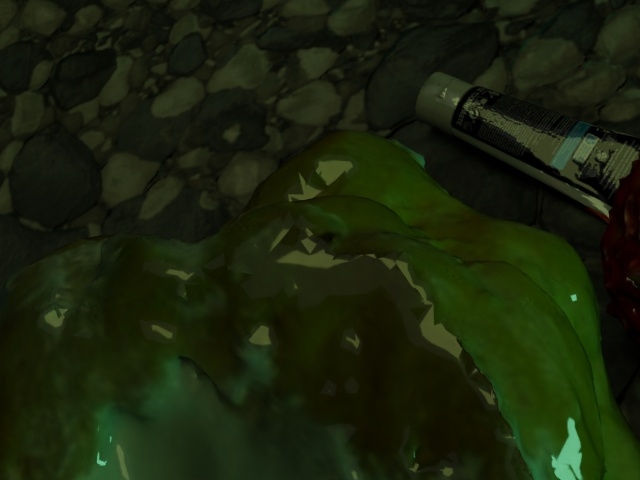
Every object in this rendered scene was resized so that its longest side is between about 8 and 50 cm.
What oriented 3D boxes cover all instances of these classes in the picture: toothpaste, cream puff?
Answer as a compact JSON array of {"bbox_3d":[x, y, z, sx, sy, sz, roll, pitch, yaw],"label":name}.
[{"bbox_3d":[0.161,-0.075,0.731,0.193,0.045,0.071,28,80,30],"label":"toothpaste"},{"bbox_3d":[-0.003,0.125,0.530,0.378,0.275,0.378,-4,79,24],"label":"cream puff"}]

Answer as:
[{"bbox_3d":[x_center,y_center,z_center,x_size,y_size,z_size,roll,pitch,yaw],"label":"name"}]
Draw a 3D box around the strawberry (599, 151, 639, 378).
[{"bbox_3d":[0.271,-0.022,0.575,0.205,0.205,0.244,-10,33,19],"label":"strawberry"}]
